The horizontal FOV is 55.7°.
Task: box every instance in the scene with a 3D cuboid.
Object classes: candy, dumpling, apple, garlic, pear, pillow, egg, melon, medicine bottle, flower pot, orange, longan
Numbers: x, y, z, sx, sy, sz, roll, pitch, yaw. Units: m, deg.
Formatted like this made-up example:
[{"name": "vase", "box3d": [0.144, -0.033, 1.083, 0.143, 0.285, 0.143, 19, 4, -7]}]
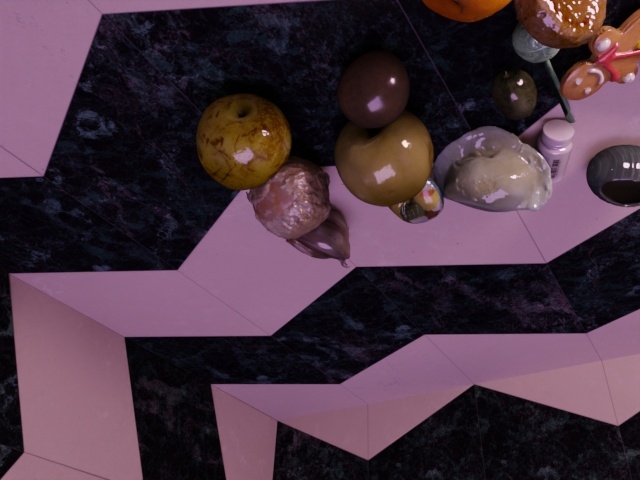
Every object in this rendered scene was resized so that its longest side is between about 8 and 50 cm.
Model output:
[{"name": "candy", "box3d": [0.616, -0.440, 1.611, 0.119, 0.119, 0.440, -18, 147, 26]}, {"name": "dumpling", "box3d": [0.524, -0.183, 1.854, 0.321, 0.211, 0.270, 3, 145, -1]}, {"name": "apple", "box3d": [0.186, -0.240, 1.762, 0.292, 0.291, 0.254, -14, 132, 21]}, {"name": "garlic", "box3d": [0.000, 0.000, 2.149, 0.292, 0.210, 0.237, 21, 134, -10]}, {"name": "pear", "box3d": [-0.217, -0.279, 1.731, 0.284, 0.283, 0.283, 2, 144, 1]}, {"name": "pillow", "box3d": [0.293, -0.147, 1.976, 0.214, 0.086, 0.233, 49, 153, -15]}, {"name": "egg", "box3d": [-0.093, -0.136, 1.925, 0.279, 0.279, 0.310, 4, 164, -2]}, {"name": "melon", "box3d": [0.525, -0.398, 1.639, 0.114, 0.114, 0.167, -16, 142, 24]}, {"name": "medicine bottle", "box3d": [0.697, -0.265, 1.818, 0.103, 0.102, 0.186, -2, 144, 7]}, {"name": "flower pot", "box3d": [0.934, -0.199, 1.849, 0.243, 0.157, 0.189, 13, 141, -12]}, {"name": "orange", "box3d": [0.317, -0.590, 1.285, 0.246, 0.246, 0.246, 2, 144, 1]}, {"name": "longan", "box3d": [0.138, -0.396, 1.610, 0.213, 0.198, 0.198, -24, 136, 34]}]

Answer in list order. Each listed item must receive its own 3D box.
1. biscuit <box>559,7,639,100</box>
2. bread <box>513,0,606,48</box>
[{"name": "biscuit", "box3d": [0.759, -0.468, 1.515, 0.340, 0.047, 0.216, -36, 135, 23]}, {"name": "bread", "box3d": [0.535, -0.537, 1.366, 0.230, 0.229, 0.123, 19, 168, -21]}]
